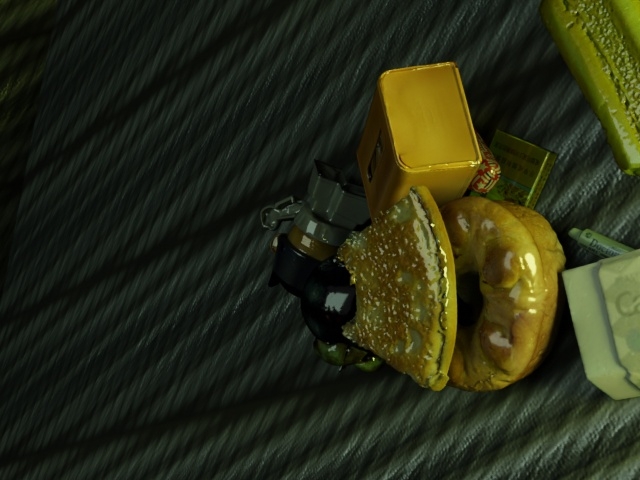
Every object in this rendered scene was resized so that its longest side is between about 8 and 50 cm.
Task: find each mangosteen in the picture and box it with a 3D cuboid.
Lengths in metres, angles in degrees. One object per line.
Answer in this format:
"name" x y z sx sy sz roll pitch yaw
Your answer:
"mangosteen" 0.072 0.126 1.663 0.243 0.243 0.242 -9 77 46

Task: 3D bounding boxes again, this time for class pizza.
"pizza" 0.131 0.078 1.468 0.223 0.089 0.323 -4 90 44

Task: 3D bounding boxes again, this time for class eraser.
"eraser" 0.545 0.093 1.259 0.397 0.082 0.213 -21 75 43

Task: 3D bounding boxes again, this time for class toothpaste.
"toothpaste" 0.467 0.024 1.403 0.197 0.029 0.048 32 118 41

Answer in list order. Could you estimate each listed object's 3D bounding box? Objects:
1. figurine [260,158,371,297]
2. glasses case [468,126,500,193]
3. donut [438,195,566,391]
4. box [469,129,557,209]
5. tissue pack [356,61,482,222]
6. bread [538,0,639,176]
"figurine" -0.004 -0.002 1.825 0.309 0.143 0.308 -11 74 43
"glasses case" 0.256 -0.155 1.609 0.073 0.049 0.194 -60 31 29
"donut" 0.265 0.088 1.492 0.317 0.150 0.299 -52 56 41
"box" 0.320 -0.083 1.576 0.121 0.030 0.193 34 109 44
"tissue pack" 0.161 -0.151 1.579 0.274 0.145 0.194 102 156 -68
"bread" 0.473 -0.270 1.382 0.166 0.112 0.383 -37 59 32
